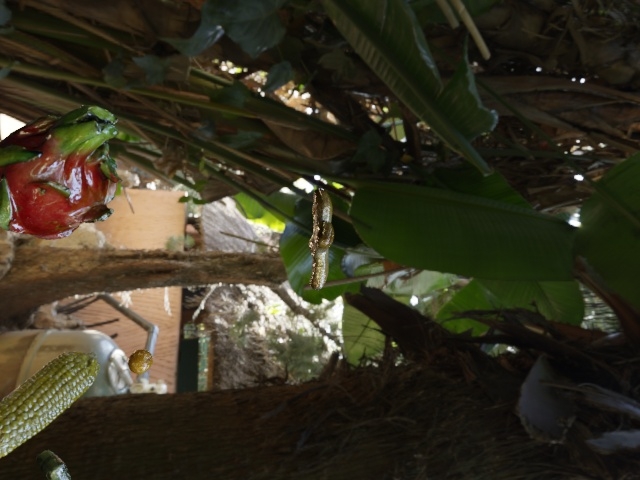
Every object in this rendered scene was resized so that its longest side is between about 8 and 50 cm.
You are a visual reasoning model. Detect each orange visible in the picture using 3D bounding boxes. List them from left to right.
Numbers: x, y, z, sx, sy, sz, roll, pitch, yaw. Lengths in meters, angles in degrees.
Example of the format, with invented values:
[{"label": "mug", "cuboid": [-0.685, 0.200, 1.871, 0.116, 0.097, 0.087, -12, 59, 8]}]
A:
[{"label": "orange", "cuboid": [-0.613, 0.414, 1.437, 0.083, 0.070, 0.083, -7, 90, -79]}]

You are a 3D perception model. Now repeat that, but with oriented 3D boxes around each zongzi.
[{"label": "zongzi", "cuboid": [-0.763, 0.668, 1.215, 0.104, 0.052, 0.113, 15, -51, 36]}]

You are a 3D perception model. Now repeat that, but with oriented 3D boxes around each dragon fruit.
[{"label": "dragon fruit", "cuboid": [-0.395, -0.109, 0.660, 0.198, 0.269, 0.200, 57, 9, -8]}]

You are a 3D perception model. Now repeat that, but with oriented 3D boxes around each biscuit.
[{"label": "biscuit", "cuboid": [0.000, 0.001, 0.999, 0.207, 0.047, 0.164, 98, -11, -51]}]

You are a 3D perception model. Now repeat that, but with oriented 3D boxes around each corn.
[{"label": "corn", "cuboid": [-0.708, 0.399, 1.078, 0.347, 0.130, 0.130, -53, 154, -66]}]
